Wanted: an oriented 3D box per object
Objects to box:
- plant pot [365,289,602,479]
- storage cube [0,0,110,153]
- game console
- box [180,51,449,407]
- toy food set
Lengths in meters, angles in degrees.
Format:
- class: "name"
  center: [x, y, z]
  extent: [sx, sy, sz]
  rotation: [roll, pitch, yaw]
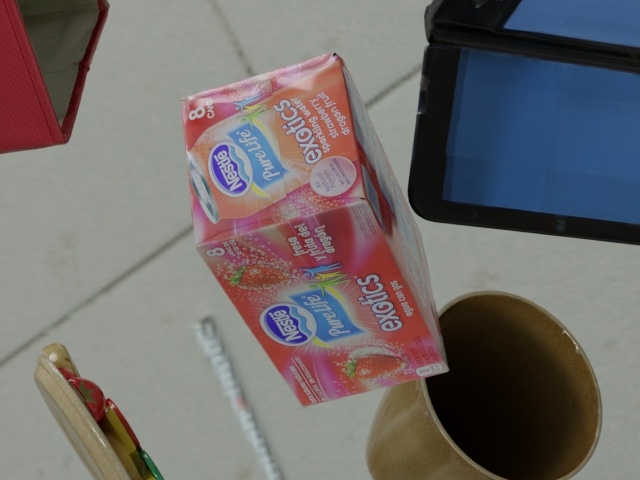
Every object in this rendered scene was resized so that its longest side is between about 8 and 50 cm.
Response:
- class: "plant pot"
  center: [0.163, 0.218, 1.957]
  extent: [0.237, 0.237, 0.254]
  rotation: [61, 145, 13]
- class: "storage cube"
  center: [-0.260, -0.172, 1.045]
  extent: [0.193, 0.183, 0.215]
  rotation: [-8, 126, 10]
- class: "game console"
  center: [0.244, -0.134, 1.421]
  extent: [0.250, 0.293, 0.173]
  rotation: [123, 148, -57]
- class: "box"
  center: [0.000, 0.000, 1.409]
  extent: [0.142, 0.300, 0.154]
  rotation: [-15, 57, 9]
- class: "toy food set"
  center: [-0.091, 0.080, 0.685]
  extent: [0.020, 0.083, 0.082]
  rotation: [-33, 98, -15]
